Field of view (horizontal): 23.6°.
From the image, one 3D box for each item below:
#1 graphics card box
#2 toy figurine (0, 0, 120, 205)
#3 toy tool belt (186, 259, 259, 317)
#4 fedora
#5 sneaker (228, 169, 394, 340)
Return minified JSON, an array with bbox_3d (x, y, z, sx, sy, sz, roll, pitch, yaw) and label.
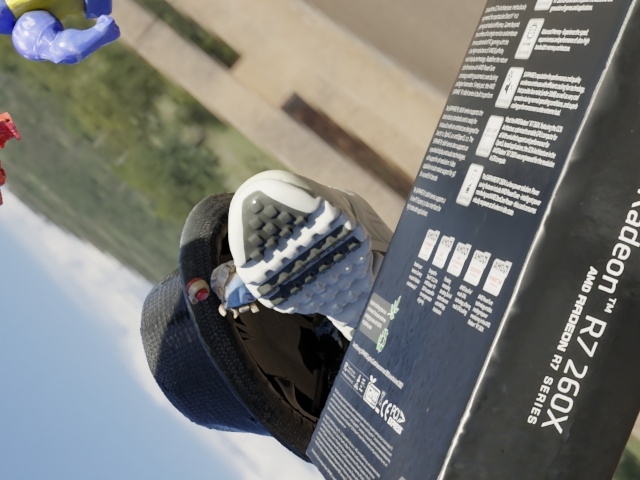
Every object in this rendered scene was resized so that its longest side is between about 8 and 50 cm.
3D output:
[{"bbox_3d":[0.117,-0.009,0.824,0.094,0.371,0.233,22,-179,-14],"label":"graphics card box"},{"bbox_3d":[-0.277,-0.238,1.373,0.362,0.217,0.191,58,168,24],"label":"toy figurine"},{"bbox_3d":[-0.077,0.046,1.424,0.051,0.083,0.052,50,149,33],"label":"toy tool belt"},{"bbox_3d":[-0.084,0.115,1.687,0.334,0.152,0.334,40,-143,-39],"label":"fedora"},{"bbox_3d":[0.000,0.000,1.299,0.292,0.110,0.118,37,-155,-58],"label":"sneaker"}]
